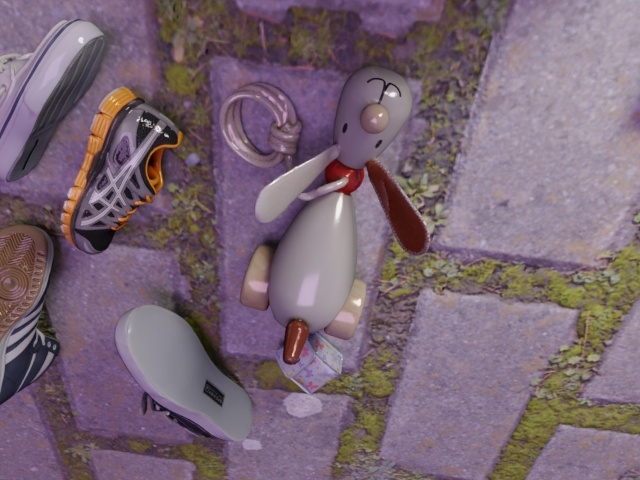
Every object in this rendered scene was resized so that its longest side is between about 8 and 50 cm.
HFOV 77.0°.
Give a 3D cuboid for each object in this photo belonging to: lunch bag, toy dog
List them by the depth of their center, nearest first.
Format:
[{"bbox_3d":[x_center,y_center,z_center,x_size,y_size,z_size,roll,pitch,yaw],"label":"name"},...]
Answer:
[{"bbox_3d":[0.000,0.000,0.436,0.220,0.161,0.333,-1,120,5],"label":"toy dog"},{"bbox_3d":[-0.020,0.181,0.607,0.071,0.053,0.083,-41,100,22],"label":"lunch bag"}]

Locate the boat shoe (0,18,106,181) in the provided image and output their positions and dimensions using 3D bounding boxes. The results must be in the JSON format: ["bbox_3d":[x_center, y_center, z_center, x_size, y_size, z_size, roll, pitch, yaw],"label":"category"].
[{"bbox_3d":[-0.313,-0.152,0.418,0.226,0.083,0.076,-39,111,24],"label":"boat shoe"}]

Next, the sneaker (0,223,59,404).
[{"bbox_3d":[-0.441,0.110,0.585,0.099,0.153,0.282,21,89,-5],"label":"sneaker"}]

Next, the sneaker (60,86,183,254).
[{"bbox_3d":[-0.231,-0.062,0.467,0.083,0.084,0.215,25,118,-15],"label":"sneaker"}]

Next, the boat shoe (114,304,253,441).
[{"bbox_3d":[-0.218,0.214,0.610,0.105,0.113,0.306,-13,134,19],"label":"boat shoe"}]
